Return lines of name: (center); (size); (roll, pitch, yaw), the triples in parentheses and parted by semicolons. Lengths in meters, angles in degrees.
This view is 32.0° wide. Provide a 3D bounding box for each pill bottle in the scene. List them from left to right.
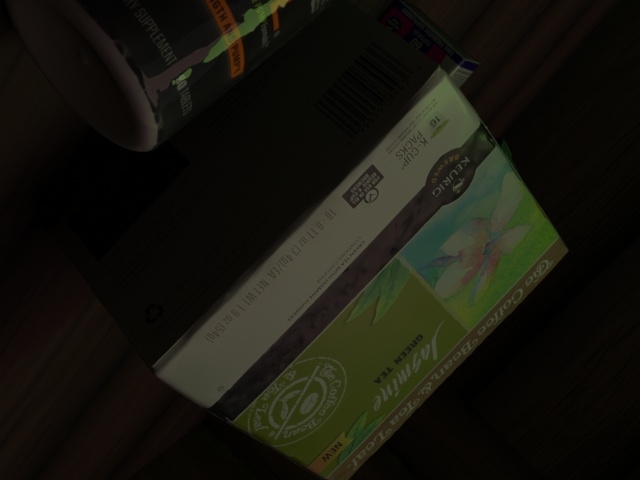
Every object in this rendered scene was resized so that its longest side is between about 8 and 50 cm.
pill bottle: (-0.056, -0.174, 0.667); (0.245, 0.130, 0.130); (-43, 171, -21)

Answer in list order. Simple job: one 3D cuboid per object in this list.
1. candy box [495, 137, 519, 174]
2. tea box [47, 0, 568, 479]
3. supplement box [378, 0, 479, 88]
candy box: (0.112, -0.002, 1.356); (0.268, 0.122, 0.317); (-20, -168, 18)
tea box: (0.000, 0.000, 1.022); (0.329, 0.220, 0.323); (-46, 140, 1)
supplement box: (0.074, -0.171, 1.365); (0.220, 0.111, 0.114); (-49, 171, 16)
